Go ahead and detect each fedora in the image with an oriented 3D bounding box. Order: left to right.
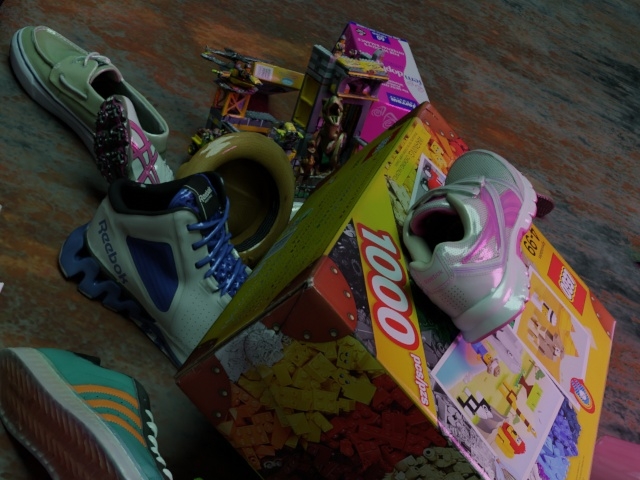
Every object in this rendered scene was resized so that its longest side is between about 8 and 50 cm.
[{"bbox_3d":[-0.120,-0.052,1.587,0.194,0.194,0.079,-7,23,-43],"label":"fedora"}]

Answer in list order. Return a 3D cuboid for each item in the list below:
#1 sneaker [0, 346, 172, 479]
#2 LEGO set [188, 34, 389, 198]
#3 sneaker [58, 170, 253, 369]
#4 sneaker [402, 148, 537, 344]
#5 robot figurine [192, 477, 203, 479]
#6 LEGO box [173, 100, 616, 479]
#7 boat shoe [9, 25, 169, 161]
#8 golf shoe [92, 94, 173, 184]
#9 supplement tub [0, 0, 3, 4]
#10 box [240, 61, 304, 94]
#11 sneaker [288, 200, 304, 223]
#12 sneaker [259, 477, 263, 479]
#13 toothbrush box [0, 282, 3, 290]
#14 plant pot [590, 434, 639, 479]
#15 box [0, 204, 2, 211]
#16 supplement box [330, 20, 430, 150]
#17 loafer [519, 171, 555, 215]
[{"bbox_3d":[-0.193,0.189,1.212,0.121,0.108,0.302,-3,32,-39],"label":"sneaker"},{"bbox_3d":[0.001,-0.176,1.756,0.331,0.192,0.255,7,23,-28],"label":"LEGO set"},{"bbox_3d":[-0.133,0.032,1.435,0.315,0.182,0.127,33,35,4],"label":"sneaker"},{"bbox_3d":[0.143,-0.020,1.276,0.111,0.103,0.252,40,30,-23],"label":"sneaker"},{"bbox_3d":[-0.131,0.276,1.219,0.101,0.067,0.115,28,33,7],"label":"robot figurine"},{"bbox_3d":[0.113,0.117,1.388,0.372,0.193,0.500,48,29,-9],"label":"LEGO box"},{"bbox_3d":[-0.293,-0.195,1.686,0.302,0.094,0.109,45,36,21],"label":"boat shoe"},{"bbox_3d":[-0.223,-0.087,1.577,0.086,0.067,0.186,-11,88,-48],"label":"golf shoe"},{"bbox_3d":[-0.493,-0.376,1.668,0.207,0.207,0.338,24,34,-10],"label":"supplement tub"},{"bbox_3d":[-0.089,-0.239,1.911,0.081,0.028,0.136,12,-5,-26],"label":"box"},{"bbox_3d":[0.000,0.000,1.692,0.161,0.057,0.075,16,30,-26],"label":"sneaker"},{"bbox_3d":[-0.021,0.265,1.303,0.093,0.088,0.225,37,35,2],"label":"sneaker"},{"bbox_3d":[-0.383,0.168,1.032,0.126,0.216,0.295,24,33,-11],"label":"toothbrush box"},{"bbox_3d":[0.374,0.319,1.464,0.180,0.201,0.201,26,30,23],"label":"plant pot"},{"bbox_3d":[-0.482,-0.036,1.332,0.275,0.094,0.113,27,33,-6],"label":"box"},{"bbox_3d":[0.086,-0.225,2.007,0.111,0.114,0.220,15,38,-24],"label":"supplement box"},{"bbox_3d":[0.305,-0.085,2.049,0.148,0.056,0.050,28,31,-23],"label":"loafer"}]
